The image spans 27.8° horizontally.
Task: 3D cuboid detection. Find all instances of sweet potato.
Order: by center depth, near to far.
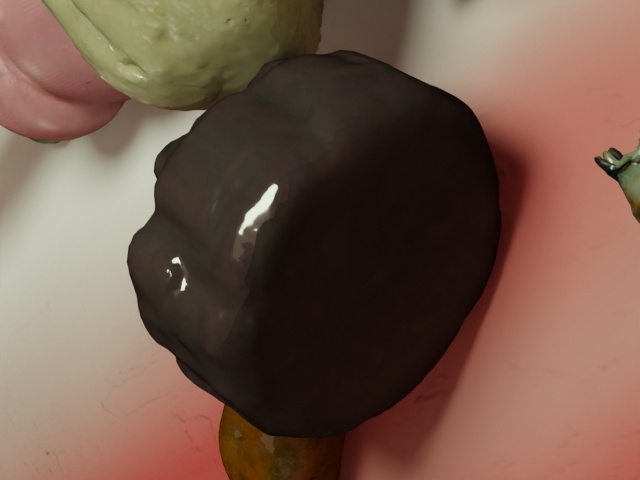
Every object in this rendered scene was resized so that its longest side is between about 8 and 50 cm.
[{"bbox_3d":[-0.031,0.162,1.089,0.112,0.112,0.359,12,98,41],"label":"sweet potato"}]

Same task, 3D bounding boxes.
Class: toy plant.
[{"bbox_3d":[-0.274,-0.207,1.231,0.356,0.210,0.317,-25,43,44],"label":"toy plant"}]

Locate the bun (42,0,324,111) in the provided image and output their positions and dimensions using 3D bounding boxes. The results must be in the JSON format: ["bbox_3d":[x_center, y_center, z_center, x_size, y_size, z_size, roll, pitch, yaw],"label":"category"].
[{"bbox_3d":[-0.099,-0.282,0.970,0.234,0.326,0.362,1,102,9],"label":"bun"}]

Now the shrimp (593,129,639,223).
[{"bbox_3d":[0.292,0.018,0.759,0.185,0.068,0.287,60,165,-18],"label":"shrimp"}]

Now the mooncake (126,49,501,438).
[{"bbox_3d":[0.000,0.000,0.931,0.141,0.283,0.283,36,116,39],"label":"mooncake"}]
